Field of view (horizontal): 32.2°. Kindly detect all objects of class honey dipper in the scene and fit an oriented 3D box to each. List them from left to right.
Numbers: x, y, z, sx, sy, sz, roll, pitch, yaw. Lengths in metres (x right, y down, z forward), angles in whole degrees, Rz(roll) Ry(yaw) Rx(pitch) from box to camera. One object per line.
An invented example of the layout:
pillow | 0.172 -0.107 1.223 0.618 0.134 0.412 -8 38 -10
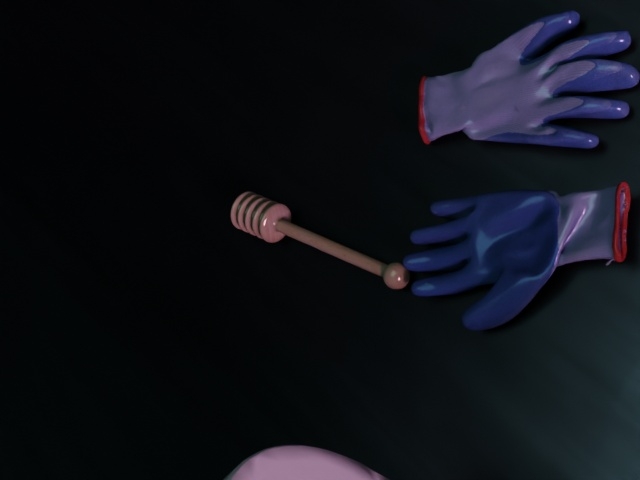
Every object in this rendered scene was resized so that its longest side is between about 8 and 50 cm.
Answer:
honey dipper | 0.000 0.000 0.776 0.161 0.030 0.030 22 91 40

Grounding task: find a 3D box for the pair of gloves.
pair of gloves | 0.122 -0.043 0.690 0.159 0.023 0.198 -10 69 40

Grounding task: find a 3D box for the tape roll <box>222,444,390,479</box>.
tape roll | -0.010 0.250 0.557 0.169 0.246 0.246 -45 52 21
